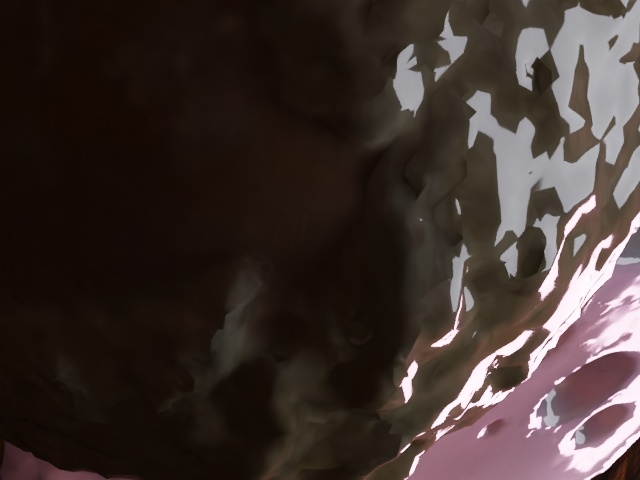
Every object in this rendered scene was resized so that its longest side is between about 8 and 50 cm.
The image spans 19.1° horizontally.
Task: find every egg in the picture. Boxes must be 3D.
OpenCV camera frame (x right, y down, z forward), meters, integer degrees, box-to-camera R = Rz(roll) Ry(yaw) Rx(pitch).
[{"bbox_3d":[-0.028,-0.075,0.515,0.279,0.279,0.310,105,-15,-49],"label":"egg"}]

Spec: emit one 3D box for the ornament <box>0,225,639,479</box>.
[{"bbox_3d":[0.000,0.000,0.808,0.240,0.239,0.239,-51,-125,30],"label":"ornament"}]

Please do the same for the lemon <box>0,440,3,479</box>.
[{"bbox_3d":[-0.091,0.223,0.963,0.336,0.336,0.336,-173,-90,-83],"label":"lemon"}]
